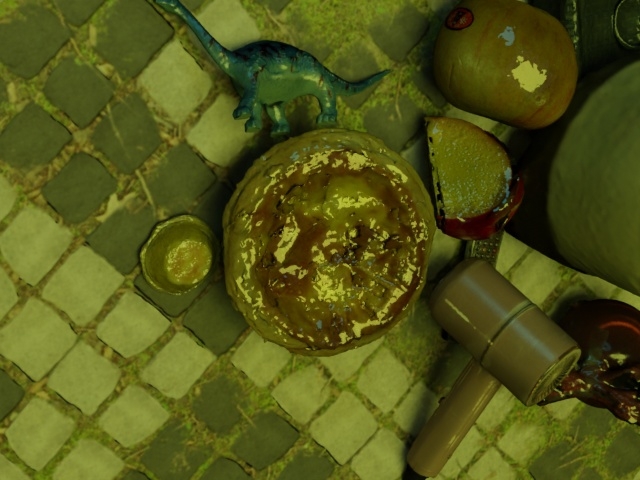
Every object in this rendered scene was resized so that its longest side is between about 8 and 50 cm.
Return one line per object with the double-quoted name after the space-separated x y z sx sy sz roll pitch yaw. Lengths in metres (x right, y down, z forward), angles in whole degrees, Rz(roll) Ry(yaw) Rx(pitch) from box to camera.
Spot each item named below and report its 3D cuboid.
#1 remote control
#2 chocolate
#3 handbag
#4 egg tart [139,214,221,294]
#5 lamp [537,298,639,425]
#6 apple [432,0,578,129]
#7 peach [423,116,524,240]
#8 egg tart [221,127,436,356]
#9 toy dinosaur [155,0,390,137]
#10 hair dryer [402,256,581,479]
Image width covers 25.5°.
0.209 0.038 1.899 0.059 0.028 0.212 8 101 -32 "remote control"
0.454 -0.048 1.803 0.314 0.297 0.326 24 108 -40 "chocolate"
0.362 -0.298 1.855 0.175 0.089 0.270 -16 111 -30 "handbag"
-0.165 0.021 1.701 0.105 0.039 0.105 -9 110 -25 "egg tart"
0.377 0.155 1.935 0.215 0.223 0.151 8 95 6 "lamp"
0.230 -0.225 1.750 0.182 0.182 0.155 17 92 -29 "apple"
0.182 -0.076 1.793 0.127 0.172 0.092 -32 153 -4 "peach"
0.000 0.000 1.734 0.290 0.115 0.290 -6 107 -23 "egg tart"
-0.054 -0.184 1.675 0.329 0.076 0.144 14 66 -28 "toy dinosaur"
0.178 0.202 1.861 0.107 0.189 0.344 -17 144 -52 "hair dryer"
